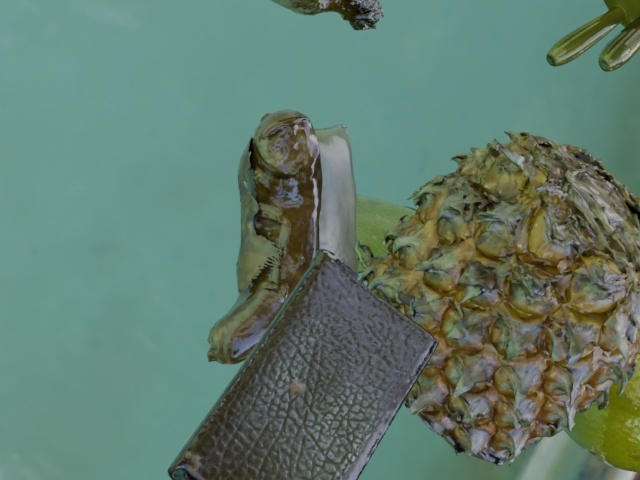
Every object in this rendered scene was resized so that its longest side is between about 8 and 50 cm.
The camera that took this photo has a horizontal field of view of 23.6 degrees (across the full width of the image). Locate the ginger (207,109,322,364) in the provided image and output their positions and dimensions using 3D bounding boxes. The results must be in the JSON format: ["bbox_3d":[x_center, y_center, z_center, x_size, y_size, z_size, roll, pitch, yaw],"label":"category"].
[{"bbox_3d":[-0.055,-0.003,1.844,0.133,0.107,0.309,-4,101,-71],"label":"ginger"}]

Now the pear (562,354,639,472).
[{"bbox_3d":[0.491,0.169,2.310,0.362,0.418,0.362,14,90,-85],"label":"pear"}]

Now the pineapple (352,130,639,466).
[{"bbox_3d":[0.222,0.054,1.719,0.300,0.352,0.352,-49,174,33],"label":"pineapple"}]

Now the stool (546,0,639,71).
[{"bbox_3d":[0.289,-0.241,1.564,0.110,0.134,0.135,-32,160,-24],"label":"stool"}]

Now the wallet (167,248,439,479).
[{"bbox_3d":[-0.009,0.132,1.235,0.243,0.133,0.039,-56,-176,-33],"label":"wallet"}]

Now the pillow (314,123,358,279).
[{"bbox_3d":[0.000,0.000,2.027,0.185,0.075,0.302,-13,100,-63],"label":"pillow"}]

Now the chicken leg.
[{"bbox_3d":[0.005,-0.308,1.795,0.227,0.088,0.103,12,77,-49],"label":"chicken leg"}]

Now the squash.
[{"bbox_3d":[0.061,-0.031,2.385,0.085,0.184,0.192,64,31,-27],"label":"squash"}]
